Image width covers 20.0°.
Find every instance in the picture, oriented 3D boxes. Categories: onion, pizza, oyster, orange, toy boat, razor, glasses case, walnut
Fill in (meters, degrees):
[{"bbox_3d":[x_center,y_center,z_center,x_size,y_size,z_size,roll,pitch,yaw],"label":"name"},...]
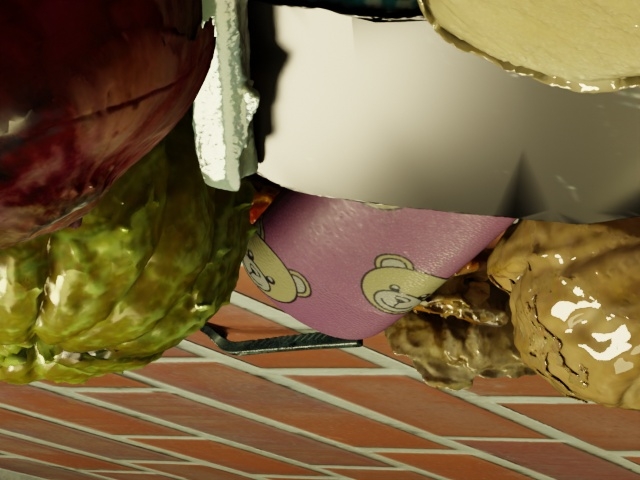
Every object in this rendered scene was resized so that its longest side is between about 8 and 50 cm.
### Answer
[{"bbox_3d":[-0.180,-0.103,0.907,0.252,0.219,0.252,-35,-178,1],"label":"onion"},{"bbox_3d":[0.000,0.000,1.424,0.251,0.074,0.288,15,178,-23],"label":"pizza"},{"bbox_3d":[0.167,0.060,1.577,0.233,0.161,0.107,6,126,-11],"label":"oyster"},{"bbox_3d":[-0.186,-0.024,1.174,0.301,0.223,0.300,10,162,-37],"label":"orange"},{"bbox_3d":[0.066,-0.097,1.037,0.299,0.092,0.134,9,134,23],"label":"toy boat"},{"bbox_3d":[-0.042,0.114,2.037,0.190,0.033,0.066,-1,165,23],"label":"razor"},{"bbox_3d":[0.048,-0.026,1.204,0.123,0.076,0.316,35,143,-8],"label":"glasses case"},{"bbox_3d":[0.212,0.021,1.224,0.198,0.198,0.245,6,168,1],"label":"walnut"}]

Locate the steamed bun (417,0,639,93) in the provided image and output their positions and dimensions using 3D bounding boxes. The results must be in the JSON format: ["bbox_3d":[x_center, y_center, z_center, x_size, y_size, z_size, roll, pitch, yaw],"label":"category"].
[{"bbox_3d":[0.135,-0.137,0.799,0.212,0.110,0.231,21,173,15],"label":"steamed bun"}]

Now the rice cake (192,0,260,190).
[{"bbox_3d":[-0.052,-0.102,1.011,0.042,0.030,0.180,9,134,11],"label":"rice cake"}]
